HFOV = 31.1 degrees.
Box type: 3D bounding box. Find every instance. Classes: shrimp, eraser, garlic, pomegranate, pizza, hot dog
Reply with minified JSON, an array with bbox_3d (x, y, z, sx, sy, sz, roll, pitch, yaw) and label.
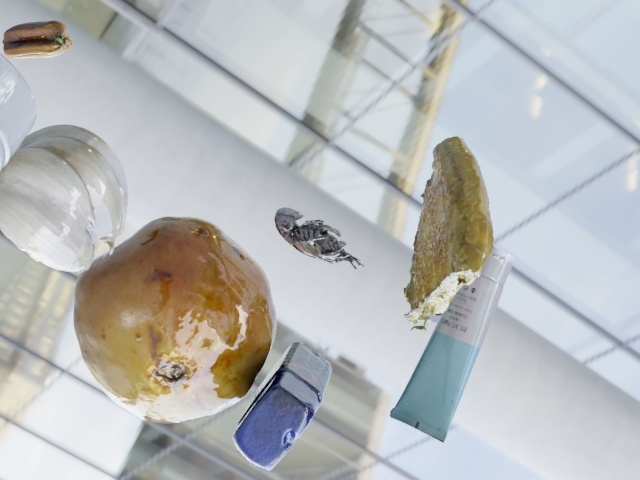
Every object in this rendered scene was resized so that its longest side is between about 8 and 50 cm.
[{"bbox_3d":[0.000,0.000,1.711,0.056,0.165,0.065,-45,146,-41],"label":"shrimp"},{"bbox_3d":[-0.067,0.290,2.039,0.155,0.102,0.332,-53,179,10],"label":"eraser"},{"bbox_3d":[-0.346,-0.060,1.564,0.184,0.203,0.281,-48,-163,-8],"label":"garlic"},{"bbox_3d":[-0.264,0.138,2.125,0.410,0.410,0.410,-49,-161,24],"label":"pomegranate"},{"bbox_3d":[0.174,0.014,1.602,0.287,0.075,0.280,107,-12,-49],"label":"pizza"},{"bbox_3d":[-0.556,-0.393,2.261,0.188,0.055,0.072,4,-91,35],"label":"hot dog"}]

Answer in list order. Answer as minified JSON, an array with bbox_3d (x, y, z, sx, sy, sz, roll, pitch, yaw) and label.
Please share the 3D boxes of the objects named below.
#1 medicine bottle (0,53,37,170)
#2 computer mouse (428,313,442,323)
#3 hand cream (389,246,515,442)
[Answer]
[{"bbox_3d":[-0.476,-0.064,1.273,0.208,0.208,0.339,-30,-153,55],"label":"medicine bottle"},{"bbox_3d":[0.234,0.108,2.270,0.172,0.099,0.057,-53,170,-42],"label":"computer mouse"},{"bbox_3d":[0.218,0.158,1.810,0.111,0.070,0.312,23,-92,38],"label":"hand cream"}]
